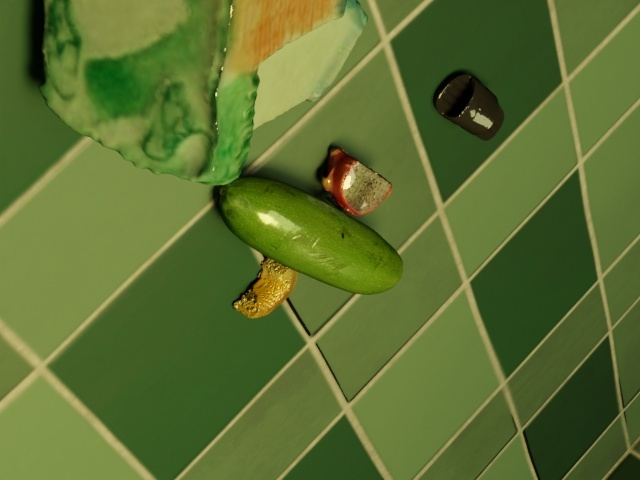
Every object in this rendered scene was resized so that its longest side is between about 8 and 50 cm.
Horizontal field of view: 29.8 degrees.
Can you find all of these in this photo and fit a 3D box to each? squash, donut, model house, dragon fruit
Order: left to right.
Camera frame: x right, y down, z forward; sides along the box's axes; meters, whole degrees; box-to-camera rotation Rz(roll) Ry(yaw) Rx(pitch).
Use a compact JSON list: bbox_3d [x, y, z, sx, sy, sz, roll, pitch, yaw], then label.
[{"bbox_3d":[-0.060,-0.231,1.029,0.325,0.194,0.267,-33,139,-49],"label":"model house"},{"bbox_3d":[-0.058,0.050,1.353,0.083,0.038,0.067,-36,144,-27],"label":"donut"},{"bbox_3d":[0.001,0.001,1.315,0.292,0.082,0.082,27,97,-46],"label":"squash"},{"bbox_3d":[0.033,-0.063,1.350,0.083,0.056,0.060,26,96,-51],"label":"dragon fruit"}]

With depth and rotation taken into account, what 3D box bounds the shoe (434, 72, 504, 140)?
[{"bbox_3d":[0.197,-0.155,1.471,0.062,0.053,0.159,-55,148,7],"label":"shoe"}]
